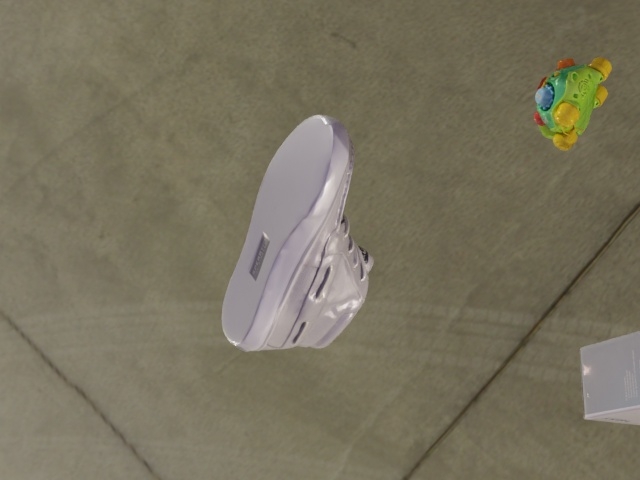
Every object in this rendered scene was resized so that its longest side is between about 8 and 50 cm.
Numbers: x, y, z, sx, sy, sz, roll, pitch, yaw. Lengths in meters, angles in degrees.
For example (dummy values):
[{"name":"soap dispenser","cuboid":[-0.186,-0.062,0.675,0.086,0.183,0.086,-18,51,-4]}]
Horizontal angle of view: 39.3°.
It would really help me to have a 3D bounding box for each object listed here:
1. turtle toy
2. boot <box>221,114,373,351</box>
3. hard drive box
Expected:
[{"name":"turtle toy","cuboid":[0.283,-0.157,1.038,0.066,0.095,0.130,31,163,23]},{"name":"boot","cuboid":[0.000,0.000,0.881,0.095,0.123,0.258,56,130,44]},{"name":"hard drive box","cuboid":[0.433,0.148,0.984,0.232,0.181,0.089,144,132,-61]}]
